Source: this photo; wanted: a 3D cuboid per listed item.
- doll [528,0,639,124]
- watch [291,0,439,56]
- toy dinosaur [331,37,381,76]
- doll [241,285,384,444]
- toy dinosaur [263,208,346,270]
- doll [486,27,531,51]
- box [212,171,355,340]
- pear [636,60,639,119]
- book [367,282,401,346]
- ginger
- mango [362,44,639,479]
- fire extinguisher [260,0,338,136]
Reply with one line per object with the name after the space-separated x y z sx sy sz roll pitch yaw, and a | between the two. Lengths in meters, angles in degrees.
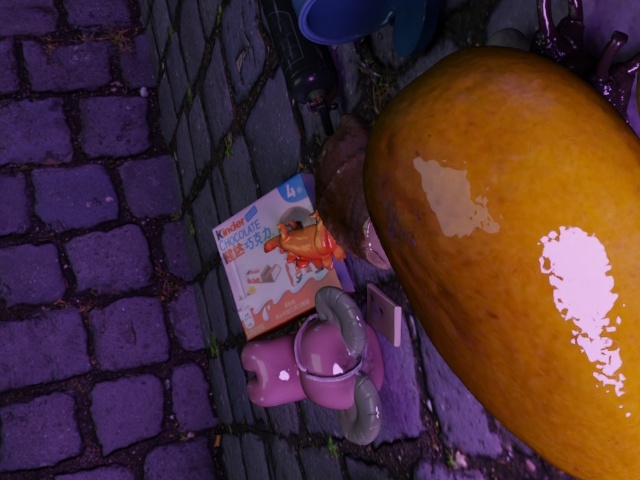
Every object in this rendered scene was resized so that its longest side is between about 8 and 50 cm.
0.256 -0.157 0.699 0.139 0.057 0.165 50 151 31 | doll
0.054 -0.356 0.952 0.211 0.193 0.211 169 90 -70 | watch
0.051 -0.341 1.177 0.082 0.039 0.209 108 145 -47 | toy dinosaur
0.006 0.229 1.284 0.268 0.216 0.284 -18 85 61 | doll
0.000 0.000 1.325 0.288 0.070 0.117 -17 89 37 | toy dinosaur
0.213 -0.131 0.809 0.103 0.071 0.214 21 112 39 | doll
-0.085 0.037 1.451 0.273 0.048 0.265 -31 71 32 | box
0.299 -0.117 0.487 0.149 0.148 0.162 -144 59 -61 | pear
0.110 0.130 1.248 0.111 0.014 0.077 -141 47 -60 | book
0.085 -0.081 1.085 0.221 0.130 0.276 -48 52 50 | ginger
0.210 0.030 0.672 0.445 0.220 0.301 57 150 6 | mango
-0.032 -0.347 1.317 0.114 0.095 0.311 73 180 -67 | fire extinguisher
